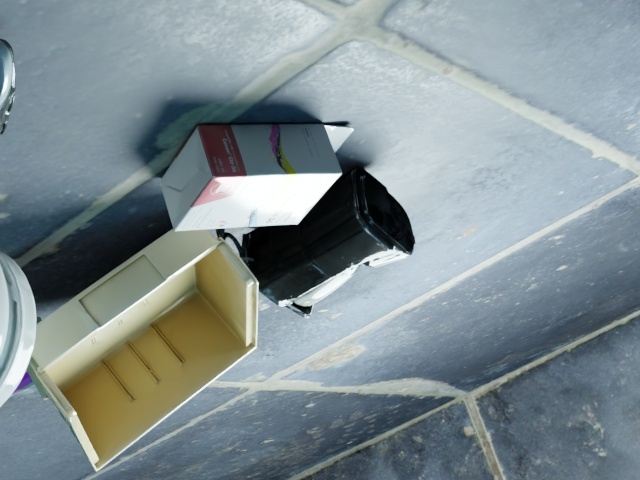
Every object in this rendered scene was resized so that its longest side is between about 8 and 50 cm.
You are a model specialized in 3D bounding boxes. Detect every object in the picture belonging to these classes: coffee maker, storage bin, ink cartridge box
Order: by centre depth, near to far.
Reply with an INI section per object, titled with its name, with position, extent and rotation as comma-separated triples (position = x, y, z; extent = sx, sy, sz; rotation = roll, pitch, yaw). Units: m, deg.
[ink cartridge box]
position = -0.059, -0.069, 1.227
extent = 0.198, 0.067, 0.115
rotation = -5, 154, -33
[storage bin]
position = -0.213, 0.123, 1.366
extent = 0.262, 0.123, 0.260
rotation = -36, 164, -18
[coffee maker]
position = 0.000, 0.000, 1.373
extent = 0.178, 0.120, 0.171
rotation = -32, 155, 28

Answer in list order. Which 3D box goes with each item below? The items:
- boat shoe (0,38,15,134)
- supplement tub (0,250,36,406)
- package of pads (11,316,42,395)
[boat shoe]
position = -0.277, -0.126, 0.946
extent = 0.040, 0.049, 0.142
rotation = -45, 177, -40
[supplement tub]
position = -0.425, 0.059, 1.006
extent = 0.228, 0.228, 0.316
rotation = -25, 157, 15
[package of pads]
position = -0.510, 0.166, 1.364
extent = 0.296, 0.101, 0.229
rotation = -26, 159, 14
